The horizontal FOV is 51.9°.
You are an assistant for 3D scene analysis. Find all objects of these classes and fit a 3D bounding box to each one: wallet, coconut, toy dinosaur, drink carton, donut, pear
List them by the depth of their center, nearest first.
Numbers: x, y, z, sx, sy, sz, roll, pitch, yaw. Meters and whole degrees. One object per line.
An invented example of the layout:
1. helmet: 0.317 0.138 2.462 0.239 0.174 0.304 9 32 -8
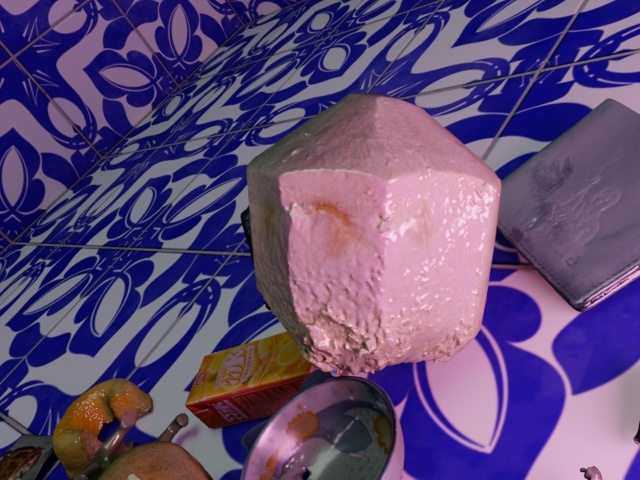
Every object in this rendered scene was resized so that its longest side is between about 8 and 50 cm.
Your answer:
1. pear: -0.190 0.322 0.778 0.136 0.167 0.167 -36 27 -16
2. coconut: 0.062 -0.020 0.791 0.297 0.310 0.297 -2 19 1
3. wallet: 0.358 -0.053 0.848 0.251 0.054 0.290 -36 33 9
4. toy dinosaur: -0.291 0.323 0.901 0.162 0.077 0.294 -53 -10 15
5. drink carton: -0.080 0.196 0.939 0.222 0.071 0.096 -19 34 29
6. donut: -0.376 0.305 1.101 0.146 0.078 0.181 0 43 44

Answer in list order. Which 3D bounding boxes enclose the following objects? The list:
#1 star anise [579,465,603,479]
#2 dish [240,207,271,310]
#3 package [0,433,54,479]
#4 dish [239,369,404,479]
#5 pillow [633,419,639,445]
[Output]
1. star anise: 0.189 0.295 0.510 0.207 0.063 0.172 -34 32 -2
2. dish: 0.000 0.000 1.100 0.243 0.182 0.080 -19 -6 27
3. package: -0.547 0.434 1.142 0.154 0.030 0.239 -14 35 33
4. dish: 0.005 0.261 0.732 0.227 0.086 0.236 -14 36 37
5. pillow: 0.354 0.136 0.573 0.150 0.048 0.090 -14 27 43
